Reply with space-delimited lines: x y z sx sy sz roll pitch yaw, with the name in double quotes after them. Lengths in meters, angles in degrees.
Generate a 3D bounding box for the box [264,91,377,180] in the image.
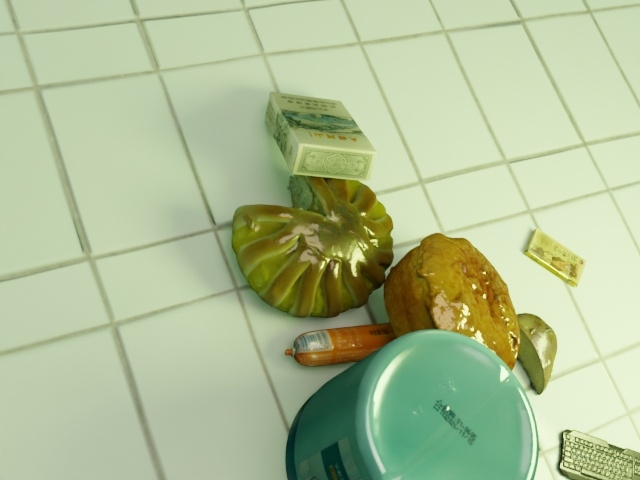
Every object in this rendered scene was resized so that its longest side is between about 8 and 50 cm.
-0.006 -0.215 1.716 0.164 0.069 0.256 4 31 -20 "box"

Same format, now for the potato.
0.466 0.223 1.774 0.100 0.089 0.172 -17 73 -30 "potato"

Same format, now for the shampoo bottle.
0.147 0.349 1.442 0.331 0.343 0.331 9 64 -19 "shampoo bottle"

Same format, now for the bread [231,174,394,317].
0.000 0.000 1.646 0.332 0.160 0.333 9 65 -19 "bread"

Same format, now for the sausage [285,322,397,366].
0.042 0.201 1.624 0.234 0.071 0.071 -3 68 -24 "sausage"

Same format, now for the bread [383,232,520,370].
0.261 0.140 1.636 0.312 0.172 0.312 32 40 -32 "bread"

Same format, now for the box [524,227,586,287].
0.536 0.040 1.925 0.149 0.020 0.073 33 59 -6 "box"

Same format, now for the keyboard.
0.612 0.474 1.762 0.262 0.016 0.106 21 61 -12 "keyboard"
